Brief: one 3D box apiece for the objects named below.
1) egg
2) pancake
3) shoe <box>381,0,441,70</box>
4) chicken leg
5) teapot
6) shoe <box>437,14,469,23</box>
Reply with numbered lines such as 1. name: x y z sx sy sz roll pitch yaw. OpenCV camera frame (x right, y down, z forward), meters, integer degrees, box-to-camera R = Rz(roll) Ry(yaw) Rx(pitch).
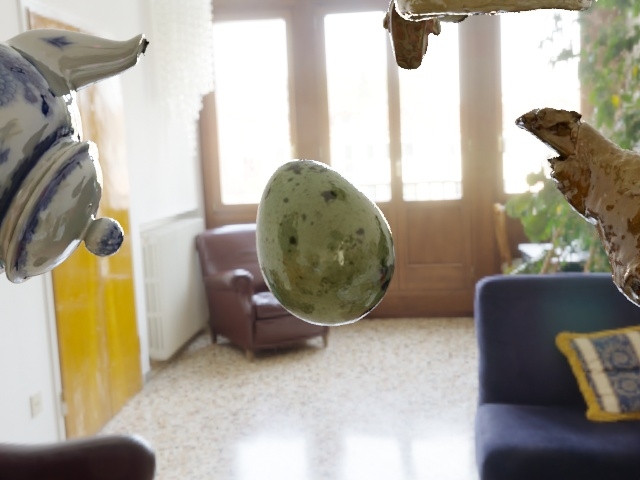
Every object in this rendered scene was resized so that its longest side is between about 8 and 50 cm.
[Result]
1. egg: 0.000 0.000 0.939 0.177 0.228 0.177 -25 -8 -4
2. pancake: 0.131 -0.182 0.545 0.152 0.025 0.151 -2 14 1
3. shoe: 0.111 -0.270 0.887 0.072 0.109 0.069 -9 27 25
4. chicken leg: 0.446 -0.046 1.060 0.409 0.182 0.295 47 14 24
5. teapot: -0.323 -0.058 0.714 0.280 0.424 0.252 28 -13 -2
6. shoe: 0.151 -0.380 0.924 0.074 0.194 0.077 0 6 45
